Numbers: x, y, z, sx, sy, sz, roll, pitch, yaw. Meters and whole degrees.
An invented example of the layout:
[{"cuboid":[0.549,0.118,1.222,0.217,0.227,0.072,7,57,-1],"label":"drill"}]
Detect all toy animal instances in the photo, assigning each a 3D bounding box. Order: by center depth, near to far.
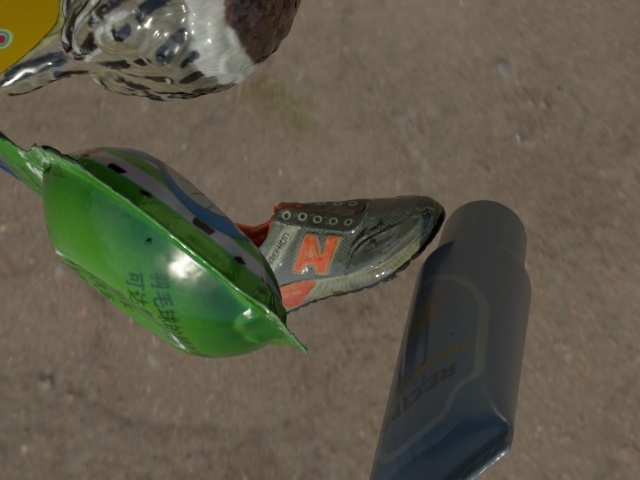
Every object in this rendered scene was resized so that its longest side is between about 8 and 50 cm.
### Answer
[{"cuboid":[-0.070,-0.093,0.638,0.137,0.098,0.098,-46,106,-7],"label":"toy animal"}]

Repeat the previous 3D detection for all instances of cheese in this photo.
[{"cuboid":[-0.136,-0.014,0.963,0.083,0.320,0.204,-52,149,-11],"label":"cheese"}]

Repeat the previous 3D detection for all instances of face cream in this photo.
[{"cuboid":[0.097,0.078,1.033,0.086,0.385,0.135,43,116,-9],"label":"face cream"}]

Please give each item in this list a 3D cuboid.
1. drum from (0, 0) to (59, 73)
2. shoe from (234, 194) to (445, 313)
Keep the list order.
[{"cuboid":[-0.227,-0.301,0.866,0.431,0.214,0.431,-19,138,-18],"label":"drum"},{"cuboid":[0.001,-0.001,1.165,0.194,0.074,0.077,-22,116,27],"label":"shoe"}]
